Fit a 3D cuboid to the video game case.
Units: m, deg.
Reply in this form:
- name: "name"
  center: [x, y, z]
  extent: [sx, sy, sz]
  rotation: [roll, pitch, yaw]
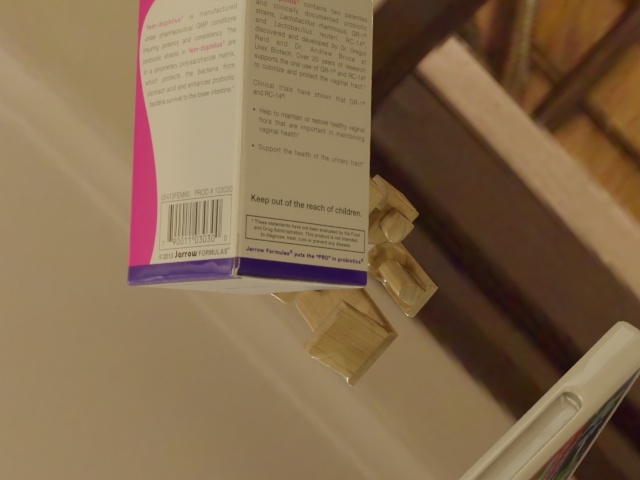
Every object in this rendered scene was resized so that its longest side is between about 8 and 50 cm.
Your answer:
- name: "video game case"
  center: [0.052, 0.141, 0.761]
  extent: [0.023, 0.201, 0.183]
  rotation: [40, -126, 16]

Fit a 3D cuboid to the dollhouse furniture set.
- name: "dollhouse furniture set"
  center: [0.000, 0.000, 1.421]
  extent: [0.151, 0.144, 0.123]
  rotation: [34, -168, -35]

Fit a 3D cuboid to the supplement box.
- name: "supplement box"
  center: [-0.043, -0.080, 1.116]
  extent: [0.114, 0.111, 0.220]
  rotation: [6, -97, -42]
